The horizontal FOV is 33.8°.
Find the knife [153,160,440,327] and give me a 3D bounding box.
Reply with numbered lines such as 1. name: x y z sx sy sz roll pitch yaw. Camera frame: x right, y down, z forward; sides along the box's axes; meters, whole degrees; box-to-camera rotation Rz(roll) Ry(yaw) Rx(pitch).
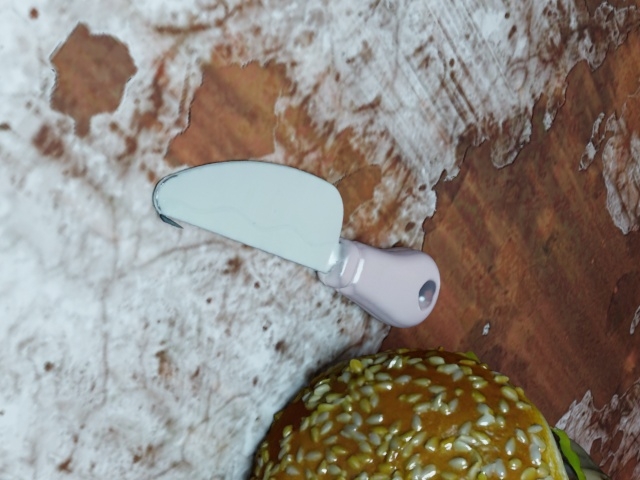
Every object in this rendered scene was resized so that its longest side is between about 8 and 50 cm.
1. knife: 0.001 -0.003 0.811 0.336 0.043 0.081 28 82 -52

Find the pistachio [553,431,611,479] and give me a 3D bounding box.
1. pistachio: 0.280 0.290 1.242 0.206 0.131 0.129 24 64 -52

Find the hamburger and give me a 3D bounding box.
1. hamburger: 0.082 0.223 0.844 0.291 0.291 0.225 -55 141 -14
